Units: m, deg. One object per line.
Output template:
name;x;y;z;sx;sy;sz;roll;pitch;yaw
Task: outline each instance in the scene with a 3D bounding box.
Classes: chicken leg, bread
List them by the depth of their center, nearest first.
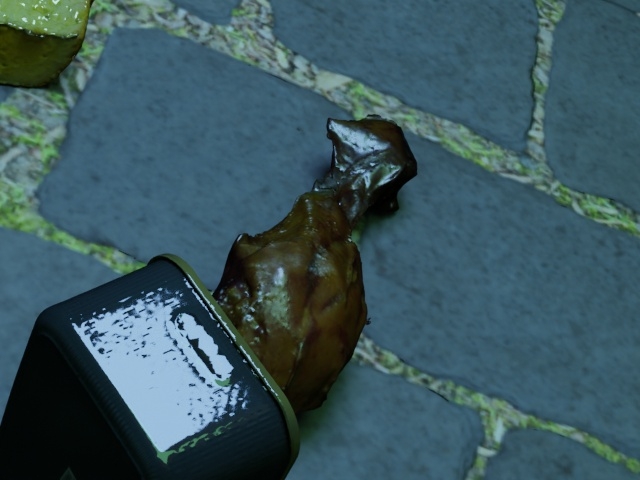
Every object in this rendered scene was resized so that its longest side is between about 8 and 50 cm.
chicken leg;0.000;0.000;1.244;0.113;0.093;0.304;50;38;-19
bread;-0.252;-0.171;1.285;0.187;0.065;0.103;9;51;-21

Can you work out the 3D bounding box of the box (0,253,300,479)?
box;-0.107;0.119;1.016;0.090;0.201;0.144;-22;66;-34
